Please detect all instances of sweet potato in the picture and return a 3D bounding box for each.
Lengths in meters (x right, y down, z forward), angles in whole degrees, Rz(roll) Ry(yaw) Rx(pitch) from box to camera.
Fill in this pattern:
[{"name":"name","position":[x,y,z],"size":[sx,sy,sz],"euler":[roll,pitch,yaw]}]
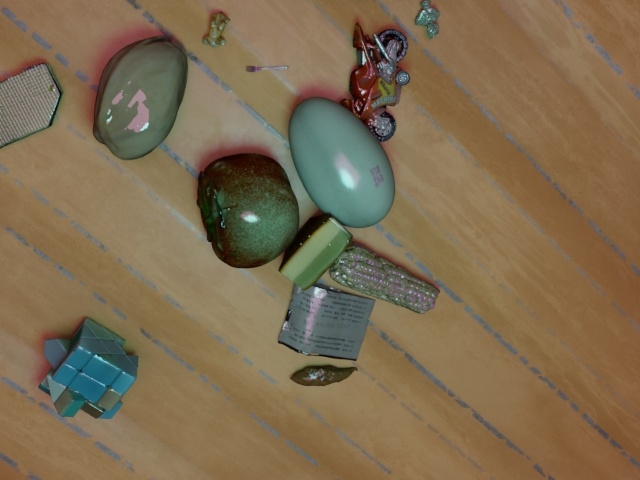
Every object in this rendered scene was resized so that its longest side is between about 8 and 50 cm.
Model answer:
[{"name":"sweet potato","position":[0.012,0.396,1.881],"size":[0.205,0.060,0.068],"euler":[-3,135,-17]}]

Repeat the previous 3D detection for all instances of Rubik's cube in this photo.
[{"name":"Rubik's cube","position":[-0.630,0.358,1.703],"size":[0.265,0.224,0.213],"euler":[38,97,-20]}]

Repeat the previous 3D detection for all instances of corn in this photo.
[{"name":"corn","position":[0.181,0.112,1.812],"size":[0.335,0.126,0.127],"euler":[26,98,-17]}]

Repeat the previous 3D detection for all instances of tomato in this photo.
[{"name":"tomato","position":[-0.180,-0.082,1.650],"size":[0.239,0.303,0.304],"euler":[-15,105,-20]}]

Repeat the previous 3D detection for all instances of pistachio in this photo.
[{"name":"pistachio","position":[-0.437,-0.357,1.579],"size":[0.226,0.207,0.332],"euler":[27,82,-56]}]

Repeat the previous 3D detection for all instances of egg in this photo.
[{"name":"egg","position":[0.051,-0.201,1.660],"size":[0.230,0.230,0.371],"euler":[-33,101,1]}]

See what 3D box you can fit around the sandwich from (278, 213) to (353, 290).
[{"name":"sandwich","position":[0.000,0.000,1.718],"size":[0.108,0.186,0.220],"euler":[38,116,-11]}]

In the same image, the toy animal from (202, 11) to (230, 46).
[{"name":"toy animal","position":[-0.267,-0.536,1.638],"size":[0.060,0.081,0.083],"euler":[8,138,-17]}]

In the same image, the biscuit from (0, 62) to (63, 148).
[{"name":"biscuit","position":[-0.767,-0.333,1.610],"size":[0.252,0.052,0.150],"euler":[-24,109,0]}]

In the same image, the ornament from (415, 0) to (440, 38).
[{"name":"ornament","position":[0.289,-0.588,1.701],"size":[0.068,0.041,0.092],"euler":[-42,95,-3]}]

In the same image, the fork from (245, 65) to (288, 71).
[{"name":"fork","position":[-0.141,-0.454,1.689],"size":[0.115,0.012,0.016],"euler":[-6,108,-11]}]

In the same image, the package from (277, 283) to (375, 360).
[{"name":"package","position":[0.021,0.239,1.845],"size":[0.250,0.062,0.204],"euler":[15,102,-15]}]

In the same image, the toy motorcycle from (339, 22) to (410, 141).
[{"name":"toy motorcycle","position":[0.142,-0.413,1.694],"size":[0.171,0.089,0.298],"euler":[5,102,-8]}]
